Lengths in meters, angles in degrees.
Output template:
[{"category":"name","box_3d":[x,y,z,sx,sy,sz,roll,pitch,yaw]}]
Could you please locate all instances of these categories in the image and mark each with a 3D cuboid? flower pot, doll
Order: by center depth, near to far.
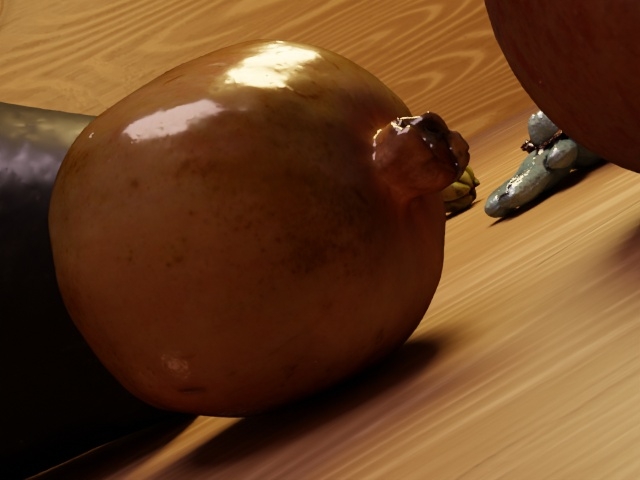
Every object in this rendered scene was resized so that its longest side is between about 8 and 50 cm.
[{"category":"flower pot","box_3d":[-0.219,0.034,1.049,0.251,0.379,0.379,-5,8,10]},{"category":"doll","box_3d":[0.221,-0.088,1.316,0.180,0.075,0.120,-29,0,-33]}]

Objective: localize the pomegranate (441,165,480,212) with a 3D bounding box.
[{"category":"pomegranate","box_3d":[0.055,-0.054,1.610,0.190,0.241,0.159,121,168,-53]}]

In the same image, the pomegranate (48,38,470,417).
[{"category":"pomegranate","box_3d":[-0.029,-0.012,0.836,0.270,0.229,0.252,-17,10,39]}]

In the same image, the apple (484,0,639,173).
[{"category":"apple","box_3d":[0.270,-0.173,0.835,0.344,0.269,0.345,-10,-8,-2]}]
